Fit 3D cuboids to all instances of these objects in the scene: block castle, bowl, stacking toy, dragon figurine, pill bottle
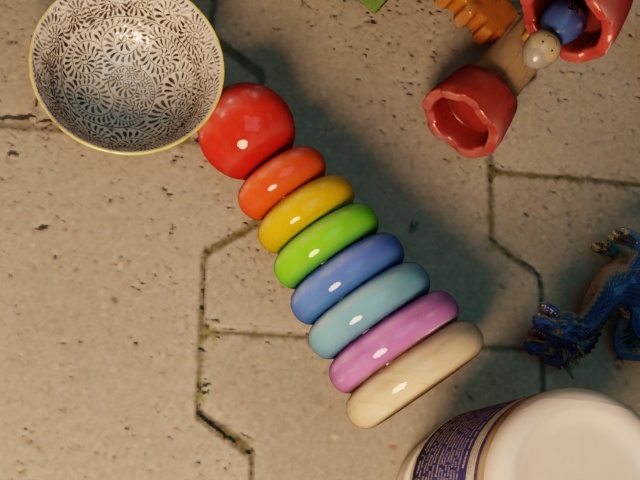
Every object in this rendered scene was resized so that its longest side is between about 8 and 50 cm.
[{"bbox_3d":[0.059,-0.299,1.130,0.453,0.303,0.213,42,63,-2],"label":"block castle"},{"bbox_3d":[-0.177,-0.144,1.138,0.170,0.080,0.170,3,74,-12],"label":"bowl"},{"bbox_3d":[0.000,0.000,1.140,0.141,0.141,0.330,-31,79,-20],"label":"stacking toy"},{"bbox_3d":[0.332,0.075,1.223,0.289,0.085,0.144,11,74,-12],"label":"dragon figurine"},{"bbox_3d":[0.161,0.211,1.046,0.153,0.264,0.153,4,76,-16],"label":"pill bottle"}]
